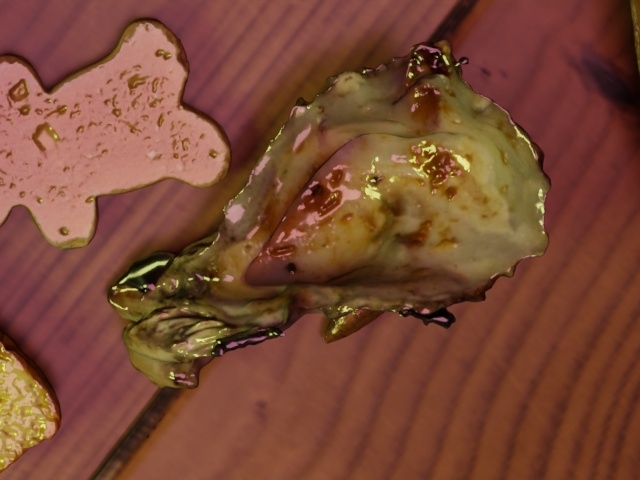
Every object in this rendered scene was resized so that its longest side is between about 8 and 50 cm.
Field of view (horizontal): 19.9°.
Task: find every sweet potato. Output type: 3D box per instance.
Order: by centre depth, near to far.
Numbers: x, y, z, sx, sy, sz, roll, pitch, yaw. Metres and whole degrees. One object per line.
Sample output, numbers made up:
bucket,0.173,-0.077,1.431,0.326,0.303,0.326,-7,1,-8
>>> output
sweet potato,0.037,0.045,1.393,0.034,0.034,0.095,43,88,-14

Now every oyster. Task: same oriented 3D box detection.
oyster,0.004,0.007,1.325,0.337,0.133,0.198,-33,80,2

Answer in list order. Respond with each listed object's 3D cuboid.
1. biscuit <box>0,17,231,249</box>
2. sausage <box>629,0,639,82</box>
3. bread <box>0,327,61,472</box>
biscuit,-0.193,-0.070,1.335,0.234,0.030,0.153,-25,102,-5
sausage,0.285,-0.161,1.369,0.109,0.109,0.271,-9,101,-8
bread,-0.277,0.092,1.331,0.187,0.065,0.103,42,92,-15
